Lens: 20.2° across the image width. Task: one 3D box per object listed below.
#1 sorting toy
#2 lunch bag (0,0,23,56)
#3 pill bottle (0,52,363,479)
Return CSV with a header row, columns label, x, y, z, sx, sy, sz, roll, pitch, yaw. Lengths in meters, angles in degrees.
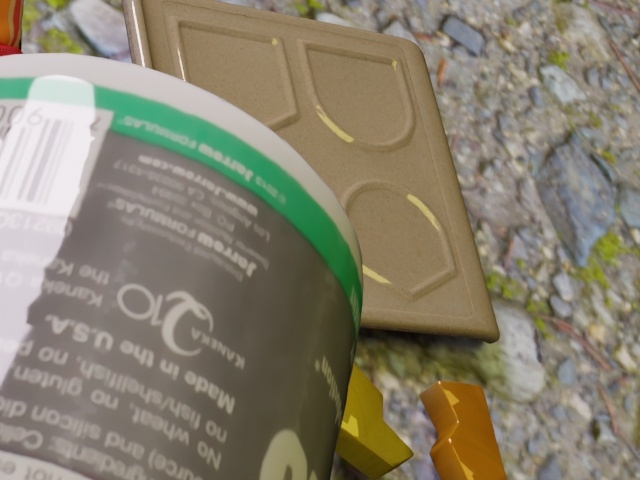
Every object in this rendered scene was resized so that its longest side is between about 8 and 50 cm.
label,x,y,z,sx,sy,sz,roll,pitch,yaw
sorting toy,0.000,0.000,1.007,0.229,0.041,0.307,10,54,-35
lunch bag,-0.293,-0.109,0.741,0.293,0.258,0.120,1,89,-46
pill bottle,-0.110,0.131,0.582,0.204,0.204,0.361,26,50,-17
